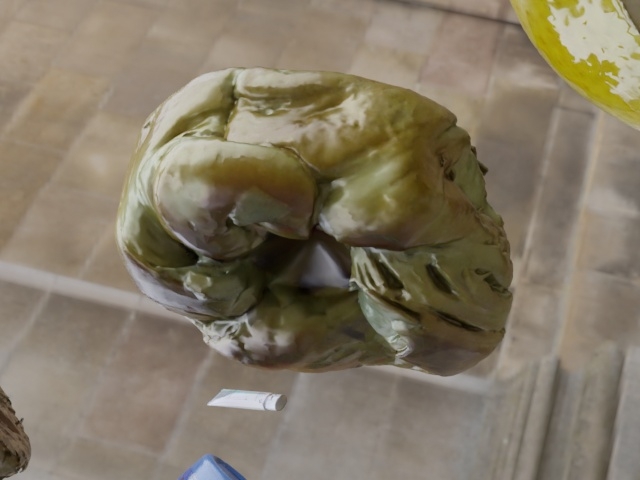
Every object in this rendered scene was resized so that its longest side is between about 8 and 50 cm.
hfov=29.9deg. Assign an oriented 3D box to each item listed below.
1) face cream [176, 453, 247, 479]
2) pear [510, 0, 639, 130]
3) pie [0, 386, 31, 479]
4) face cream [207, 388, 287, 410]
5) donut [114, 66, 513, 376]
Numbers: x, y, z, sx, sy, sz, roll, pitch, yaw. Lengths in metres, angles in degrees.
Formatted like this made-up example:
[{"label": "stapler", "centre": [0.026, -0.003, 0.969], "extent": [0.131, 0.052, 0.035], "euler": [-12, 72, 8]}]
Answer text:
[{"label": "face cream", "centre": [-0.173, 0.359, 1.292], "extent": [0.264, 0.083, 0.149], "euler": [-51, 30, -3]}, {"label": "pear", "centre": [0.267, -0.220, 0.827], "extent": [0.191, 0.387, 0.340], "euler": [-5, 61, 64]}, {"label": "pie", "centre": [-0.324, 0.142, 1.090], "extent": [0.046, 0.195, 0.195], "euler": [-31, -18, -5]}, {"label": "face cream", "centre": [-0.095, 0.205, 1.542], "extent": [0.038, 0.115, 0.020], "euler": [-42, -57, -45]}, {"label": "donut", "centre": [0.000, 0.000, 1.061], "extent": [0.360, 0.361, 0.170], "euler": [89, -170, -57]}]
